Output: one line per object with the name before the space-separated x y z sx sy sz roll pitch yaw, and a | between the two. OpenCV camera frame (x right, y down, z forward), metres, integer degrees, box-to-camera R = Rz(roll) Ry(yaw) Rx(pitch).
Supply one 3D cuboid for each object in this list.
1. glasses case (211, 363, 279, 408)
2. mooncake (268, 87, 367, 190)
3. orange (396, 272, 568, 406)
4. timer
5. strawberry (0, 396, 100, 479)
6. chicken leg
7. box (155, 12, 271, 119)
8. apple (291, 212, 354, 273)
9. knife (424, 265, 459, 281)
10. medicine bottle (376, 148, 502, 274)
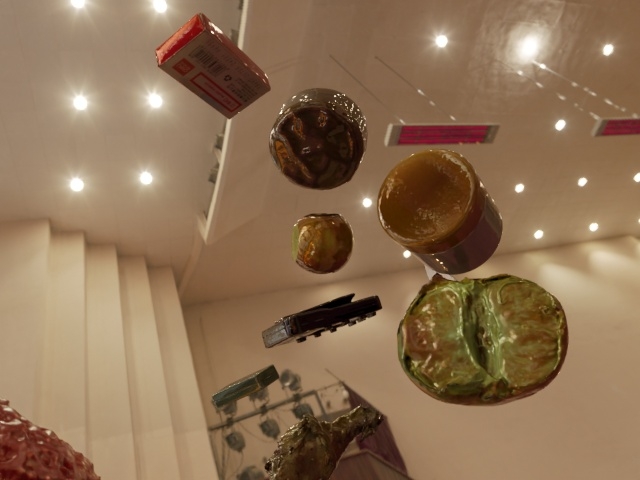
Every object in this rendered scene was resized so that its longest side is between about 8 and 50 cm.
glasses case | -0.192 0.371 1.258 0.184 0.040 0.077 -31 -7 31
mooncake | -0.008 -0.285 1.424 0.284 0.156 0.285 7 -55 10
orange | 0.326 0.214 1.021 0.334 0.263 0.196 -11 -52 10
timer | 0.000 0.137 0.869 0.187 0.055 0.144 -11 -16 -30
strawberry | -0.332 0.240 0.418 0.257 0.257 0.277 -17 -85 -12
chicken leg | 0.004 0.336 0.828 0.227 0.103 0.088 -32 -22 -20
box | -0.205 -0.337 0.993 0.122 0.050 0.229 -29 -26 19
apple | 0.006 0.000 1.216 0.146 0.163 0.147 -1 -71 -12
knife | 0.365 0.144 1.261 0.043 0.336 0.081 16 -76 -32
medicine bottle | 0.286 -0.062 1.172 0.238 0.238 0.232 -42 -38 12
